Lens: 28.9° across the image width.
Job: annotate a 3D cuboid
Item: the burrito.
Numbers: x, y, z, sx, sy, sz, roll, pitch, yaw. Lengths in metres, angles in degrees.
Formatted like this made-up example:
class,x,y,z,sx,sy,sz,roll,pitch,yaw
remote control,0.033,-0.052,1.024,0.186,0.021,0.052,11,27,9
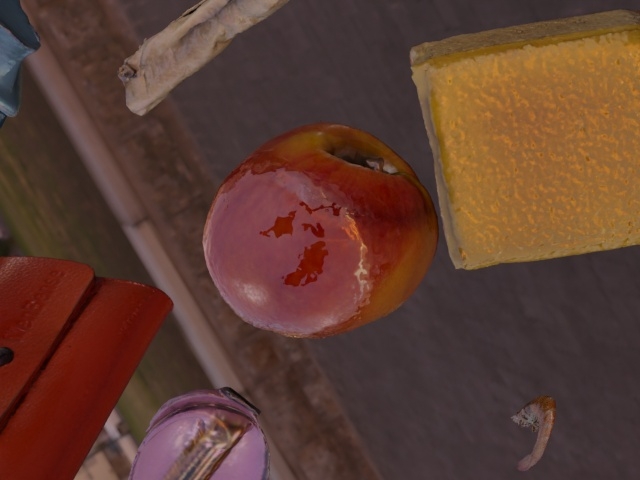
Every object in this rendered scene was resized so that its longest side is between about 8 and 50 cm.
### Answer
class,x,y,z,sx,sy,sz,roll,pitch,yaw
burrito,-0.074,-0.151,0.871,0.041,0.185,0.045,46,-148,-22

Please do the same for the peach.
class,x,y,z,sx,sy,sz,roll,pitch,yaw
peach,0.000,0.000,1.469,0.238,0.281,0.281,-98,-13,-56

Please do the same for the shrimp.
class,x,y,z,sx,sy,sz,roll,pitch,yaw
shrimp,0.224,0.209,1.344,0.023,0.083,0.114,19,165,-8

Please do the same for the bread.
class,x,y,z,sx,sy,sz,roll,pitch,yaw
bread,0.309,-0.139,1.744,0.143,0.333,0.323,-74,-25,-74

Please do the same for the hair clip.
class,x,y,z,sx,sy,sz,roll,pitch,yaw
hair clip,-0.149,0.269,1.136,0.110,0.358,0.095,41,-158,13

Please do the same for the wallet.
class,x,y,z,sx,sy,sz,roll,pitch,yaw
wallet,-0.198,0.090,0.818,0.142,0.204,0.045,9,129,13

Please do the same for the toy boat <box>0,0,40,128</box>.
class,x,y,z,sx,sy,sz,roll,pitch,yaw
toy boat,-0.272,-0.172,0.799,0.238,0.098,0.109,51,-153,1
